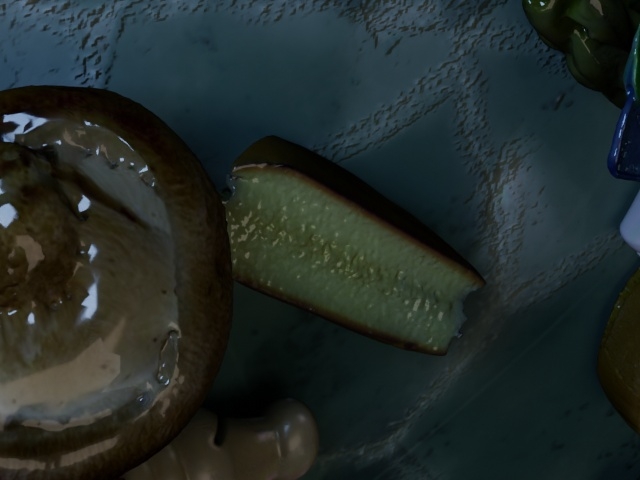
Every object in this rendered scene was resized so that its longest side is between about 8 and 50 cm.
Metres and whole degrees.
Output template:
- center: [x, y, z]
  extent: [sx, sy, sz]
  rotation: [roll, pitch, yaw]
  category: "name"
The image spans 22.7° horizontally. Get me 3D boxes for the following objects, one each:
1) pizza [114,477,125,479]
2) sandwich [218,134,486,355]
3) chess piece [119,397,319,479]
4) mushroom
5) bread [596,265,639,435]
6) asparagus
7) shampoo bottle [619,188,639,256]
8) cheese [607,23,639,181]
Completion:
- center: [-0.186, 0.122, 1.023]
  extent: [0.127, 0.058, 0.246]
  rotation: [-13, 102, -29]
  category: "pizza"
- center: [0.000, 0.000, 1.090]
  extent: [0.258, 0.096, 0.094]
  rotation: [27, 101, -42]
  category: "sandwich"
- center: [-0.139, 0.192, 1.154]
  extent: [0.307, 0.124, 0.139]
  rotation: [-16, 98, -26]
  category: "chess piece"
- center: [-0.170, 0.030, 0.915]
  extent: [0.253, 0.153, 0.253]
  rotation: [0, 89, -19]
  category: "mushroom"
- center: [0.350, 0.074, 1.395]
  extent: [0.236, 0.070, 0.236]
  rotation: [-18, 134, -20]
  category: "bread"
- center: [0.174, -0.165, 1.082]
  extent: [0.080, 0.080, 0.287]
  rotation: [-43, 131, 5]
  category: "asparagus"
- center: [0.284, -0.028, 1.286]
  extent: [0.072, 0.043, 0.099]
  rotation: [4, 122, -34]
  category: "shampoo bottle"
- center: [0.258, -0.192, 1.057]
  extent: [0.204, 0.083, 0.320]
  rotation: [4, 102, -46]
  category: "cheese"
